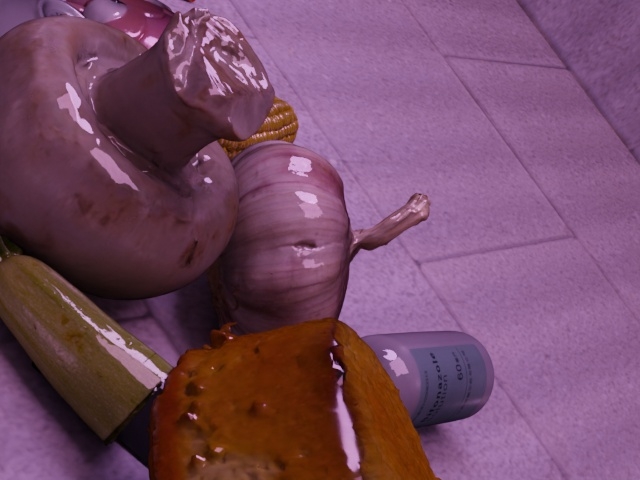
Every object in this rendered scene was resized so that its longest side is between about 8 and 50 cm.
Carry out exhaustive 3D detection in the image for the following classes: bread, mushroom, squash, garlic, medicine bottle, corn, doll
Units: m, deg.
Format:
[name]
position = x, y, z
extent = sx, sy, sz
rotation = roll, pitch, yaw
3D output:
[bread]
position = -0.001, 0.241, 1.430
extent = 0.337, 0.204, 0.358
rotation = 48, 21, -43
[mushroom]
position = -0.178, -0.102, 1.592
extent = 0.297, 0.290, 0.297
rotation = 40, 27, -25
[squash]
position = -0.232, 0.073, 1.493
extent = 0.224, 0.094, 0.094
rotation = 45, 23, 4
[garlic]
position = 0.000, 0.000, 1.767
extent = 0.245, 0.253, 0.245
rotation = 168, -90, -78
[medicine bottle]
position = 0.073, 0.158, 1.866
extent = 0.352, 0.110, 0.110
rotation = 2, 52, -59
[corn]
position = -0.106, -0.133, 2.021
extent = 0.101, 0.101, 0.291
rotation = 53, 20, 9
[doll]
position = -0.204, -0.236, 1.980
extent = 0.211, 0.093, 0.262
rotation = 32, 17, 13

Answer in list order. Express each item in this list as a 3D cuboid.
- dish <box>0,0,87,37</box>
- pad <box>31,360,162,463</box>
[dish]
position = -0.291, -0.208, 1.810
extent = 0.236, 0.086, 0.228
rotation = 36, 27, -29
[pad]
position = -0.184, 0.147, 1.566
extent = 0.193, 0.004, 0.116
rotation = 42, 25, -16
